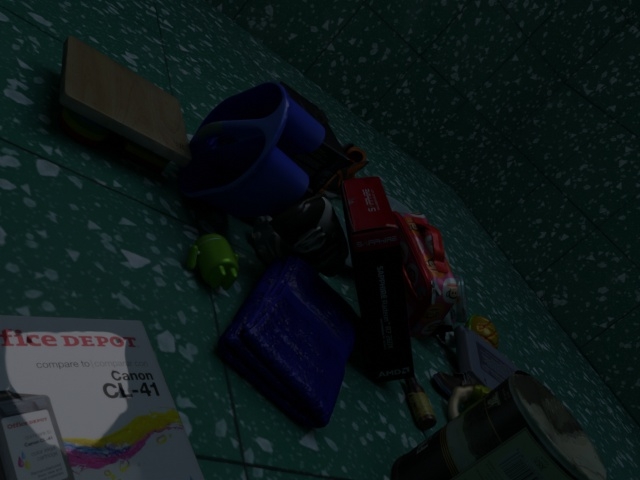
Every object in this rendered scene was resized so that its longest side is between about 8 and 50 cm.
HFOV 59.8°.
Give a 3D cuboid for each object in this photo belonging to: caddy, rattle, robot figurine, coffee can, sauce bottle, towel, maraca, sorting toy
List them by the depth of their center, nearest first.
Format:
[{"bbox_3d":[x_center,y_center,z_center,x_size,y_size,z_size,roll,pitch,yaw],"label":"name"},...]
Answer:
[{"bbox_3d":[0.285,0.378,0.920,0.202,0.275,0.201,38,21,-18],"label":"coffee can"},{"bbox_3d":[-0.034,0.158,0.987,0.228,0.076,0.308,41,27,-6],"label":"towel"},{"bbox_3d":[-0.187,0.035,0.993,0.101,0.067,0.115,11,37,-42],"label":"robot figurine"},{"bbox_3d":[-0.404,-0.256,1.115,0.256,0.089,0.257,27,27,-38],"label":"sorting toy"},{"bbox_3d":[-0.157,-0.182,1.119,0.179,0.342,0.241,32,67,-36],"label":"caddy"},{"bbox_3d":[0.208,0.339,1.186,0.042,0.042,0.128,32,22,-29],"label":"sauce bottle"},{"bbox_3d":[0.349,0.442,1.268,0.130,0.142,0.199,7,47,-8],"label":"rattle"},{"bbox_3d":[0.492,0.315,1.697,0.127,0.099,0.185,18,57,-35],"label":"maraca"}]

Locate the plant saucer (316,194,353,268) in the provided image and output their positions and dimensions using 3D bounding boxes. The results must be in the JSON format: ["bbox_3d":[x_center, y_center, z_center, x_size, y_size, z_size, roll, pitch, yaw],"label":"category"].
[{"bbox_3d":[-0.008,-0.039,1.487,0.318,0.044,0.317,42,18,-17],"label":"plant saucer"}]

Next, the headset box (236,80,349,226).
[{"bbox_3d":[-0.094,-0.201,1.316,0.131,0.283,0.246,27,26,-39],"label":"headset box"}]

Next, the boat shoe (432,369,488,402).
[{"bbox_3d":[0.350,0.355,1.379,0.183,0.066,0.066,31,17,-36],"label":"boat shoe"}]

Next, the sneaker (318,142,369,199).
[{"bbox_3d":[0.101,-0.230,1.882,0.124,0.180,0.321,47,21,8],"label":"sneaker"}]

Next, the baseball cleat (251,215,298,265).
[{"bbox_3d":[-0.078,0.039,1.210,0.109,0.072,0.205,20,41,-60],"label":"baseball cleat"}]

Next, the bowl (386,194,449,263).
[{"bbox_3d":[0.236,0.015,1.696,0.290,0.156,0.289,38,21,-17],"label":"bowl"}]

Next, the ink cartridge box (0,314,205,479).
[{"bbox_3d":[-0.226,0.220,0.476,0.226,0.131,0.306,15,37,-53],"label":"ink cartridge box"}]

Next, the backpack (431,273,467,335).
[{"bbox_3d":[0.321,0.146,1.515,0.166,0.145,0.188,-40,116,-81],"label":"backpack"}]

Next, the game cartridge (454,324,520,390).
[{"bbox_3d":[0.482,0.383,1.547,0.294,0.060,0.196,38,29,-23],"label":"game cartridge"}]

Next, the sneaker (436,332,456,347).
[{"bbox_3d":[0.345,0.241,1.614,0.061,0.053,0.152,19,32,-44],"label":"sneaker"}]

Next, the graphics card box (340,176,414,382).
[{"bbox_3d":[0.117,0.080,1.151,0.232,0.094,0.370,-97,178,-61],"label":"graphics card box"}]

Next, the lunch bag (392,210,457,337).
[{"bbox_3d":[0.227,0.073,1.387,0.120,0.258,0.293,3,46,-24],"label":"lunch bag"}]

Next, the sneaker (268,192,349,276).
[{"bbox_3d":[0.000,0.000,1.148,0.146,0.123,0.330,63,10,12],"label":"sneaker"}]
